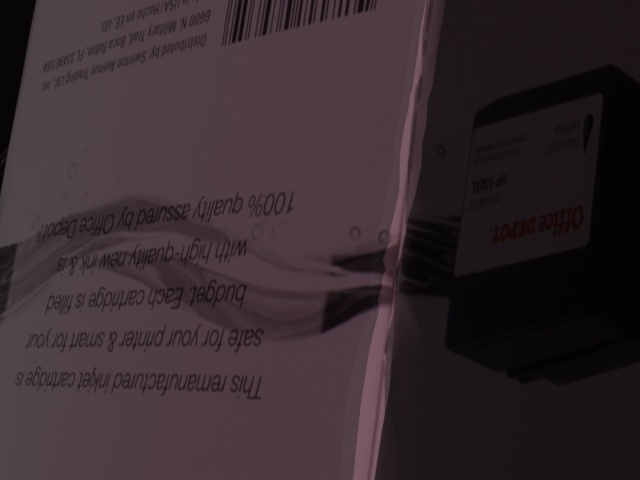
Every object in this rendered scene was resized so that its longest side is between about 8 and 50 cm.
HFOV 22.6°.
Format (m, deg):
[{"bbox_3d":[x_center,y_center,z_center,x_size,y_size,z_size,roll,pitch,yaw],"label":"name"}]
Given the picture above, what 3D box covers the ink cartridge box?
[{"bbox_3d":[0.000,0.000,0.503,0.223,0.129,0.308,-5,73,51],"label":"ink cartridge box"}]
